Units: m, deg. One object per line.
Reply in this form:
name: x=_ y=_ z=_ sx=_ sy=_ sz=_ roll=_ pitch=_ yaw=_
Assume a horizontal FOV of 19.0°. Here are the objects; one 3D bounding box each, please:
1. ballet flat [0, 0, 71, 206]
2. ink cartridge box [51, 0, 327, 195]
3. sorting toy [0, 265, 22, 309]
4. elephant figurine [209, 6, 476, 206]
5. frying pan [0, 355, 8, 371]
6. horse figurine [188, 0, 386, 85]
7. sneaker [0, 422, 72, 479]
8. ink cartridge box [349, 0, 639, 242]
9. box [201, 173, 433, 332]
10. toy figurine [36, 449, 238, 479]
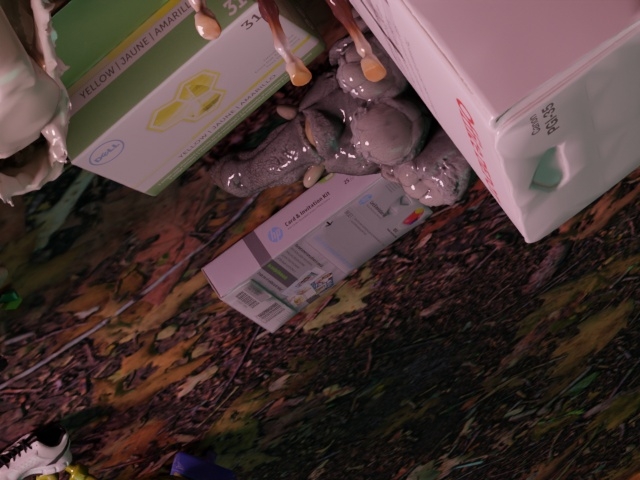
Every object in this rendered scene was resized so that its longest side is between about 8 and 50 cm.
ballet flat: x=-0.189 y=-0.148 z=0.982 sx=0.147 sy=0.147 sz=0.409 roll=-30 pitch=156 yaw=-12
ink cartridge box: x=-0.115 y=-0.121 z=1.253 sx=0.171 sy=0.056 sz=0.235 roll=-39 pitch=159 yaw=12
sorting toy: x=-0.256 y=0.044 z=1.442 sx=0.083 sy=0.012 sz=0.062 roll=-15 pitch=151 yaw=-39
elephant figurine: x=0.050 y=-0.101 z=1.421 sx=0.239 sy=0.186 sz=0.169 roll=154 pitch=-44 yaw=-71
frying pan: x=-0.341 y=0.095 z=1.175 sx=0.326 sy=0.197 sz=0.053 roll=-2 pitch=108 yaw=-18
horse figurine: x=-0.060 y=-0.177 z=1.085 sx=0.066 sy=0.174 sz=0.263 roll=-38 pitch=150 yaw=21
sneaker: x=-0.271 y=0.194 z=1.709 sx=0.109 sy=0.040 sz=0.043 roll=-23 pitch=139 yaw=-36
ink cartridge box: x=0.081 y=-0.163 z=1.132 sx=0.117 sy=0.283 sz=0.207 roll=-34 pitch=158 yaw=-1
box: x=0.000 y=0.000 z=1.683 sx=0.186 sy=0.038 sz=0.145 roll=-36 pitch=158 yaw=6
toy figurine: x=-0.171 y=0.271 z=1.938 sx=0.217 sy=0.191 sz=0.362 roll=-56 pitch=168 yaw=-40
